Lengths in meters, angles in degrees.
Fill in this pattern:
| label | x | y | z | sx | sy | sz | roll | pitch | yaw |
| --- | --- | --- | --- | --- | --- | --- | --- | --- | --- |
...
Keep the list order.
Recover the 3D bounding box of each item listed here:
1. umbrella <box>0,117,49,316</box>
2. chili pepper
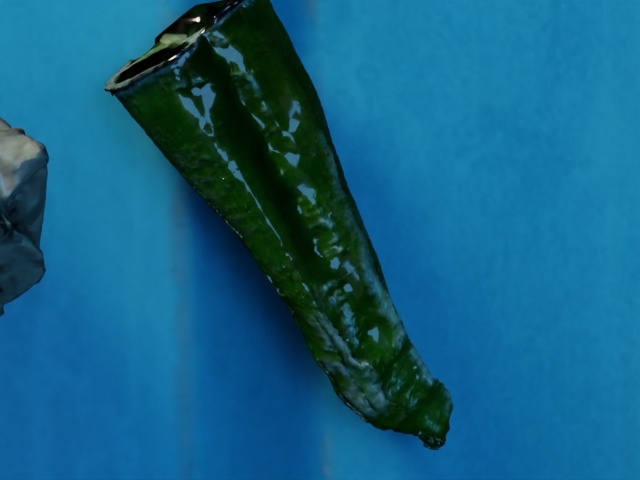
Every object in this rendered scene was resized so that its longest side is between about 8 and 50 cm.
| label | x | y | z | sx | sy | sz | roll | pitch | yaw |
| --- | --- | --- | --- | --- | --- | --- | --- | --- | --- |
| umbrella | -0.241 | -0.007 | 0.575 | 0.358 | 0.113 | 0.106 | -3 | 128 | -53 |
| chili pepper | 0.000 | 0.000 | 0.792 | 0.088 | 0.059 | 0.227 | -41 | 109 | -27 |
